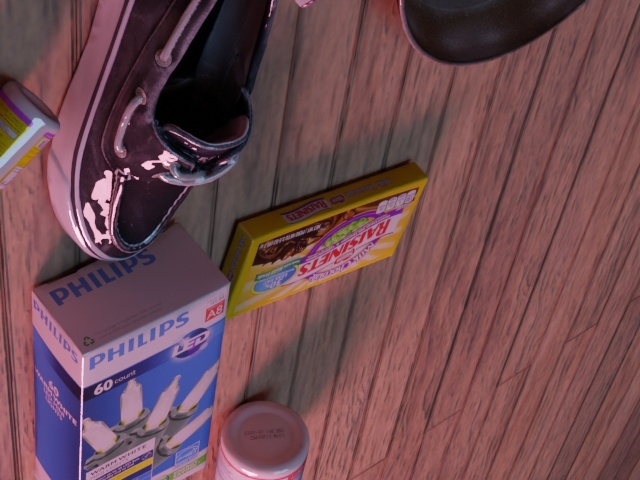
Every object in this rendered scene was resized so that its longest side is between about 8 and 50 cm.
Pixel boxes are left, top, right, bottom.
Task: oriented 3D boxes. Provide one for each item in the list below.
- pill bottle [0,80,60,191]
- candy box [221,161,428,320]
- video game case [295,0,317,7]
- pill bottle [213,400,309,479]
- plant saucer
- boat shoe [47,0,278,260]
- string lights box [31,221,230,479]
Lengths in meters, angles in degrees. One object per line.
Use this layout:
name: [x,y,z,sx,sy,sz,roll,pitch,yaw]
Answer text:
pill bottle: [-0.203,-0.055,0.909,0.083,0.043,0.043,-45,154,5]
candy box: [0.000,0.000,1.289,0.206,0.027,0.105,-21,149,-37]
video game case: [0.092,-0.245,0.816,0.210,0.042,0.232,-24,-153,46]
pill bottle: [-0.063,0.237,1.483,0.087,0.087,0.160,-28,150,-28]
plant saucer: [0.165,-0.267,1.099,0.310,0.050,0.310,-33,153,-20]
boat shoe: [-0.093,-0.083,0.953,0.108,0.102,0.301,-18,144,-41]
string lights box: [-0.156,0.116,1.187,0.133,0.077,0.260,-26,149,-28]
